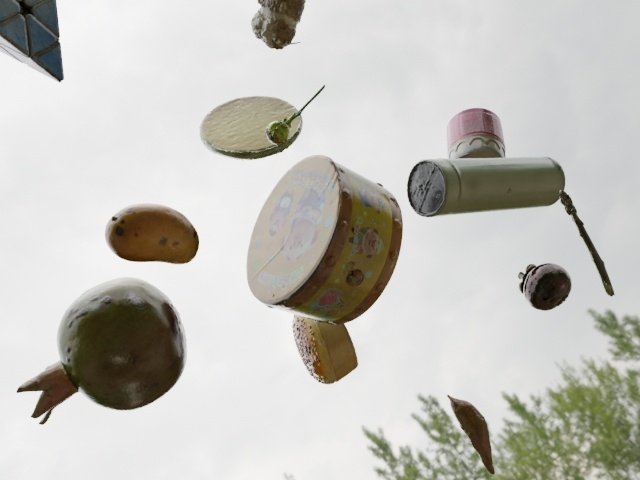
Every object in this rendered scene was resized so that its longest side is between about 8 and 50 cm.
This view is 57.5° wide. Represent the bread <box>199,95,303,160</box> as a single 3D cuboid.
[{"bbox_3d":[-0.173,-0.280,1.454,0.267,0.267,0.040,-22,-44,-17],"label":"bread"}]

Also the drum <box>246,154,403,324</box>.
[{"bbox_3d":[0.000,0.000,1.537,0.214,0.431,0.431,23,-70,-31],"label":"drum"}]

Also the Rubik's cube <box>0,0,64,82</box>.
[{"bbox_3d":[-0.482,-0.333,0.887,0.211,0.178,0.190,-36,-83,10],"label":"Rubik's cube"}]

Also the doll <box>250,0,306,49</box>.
[{"bbox_3d":[-0.086,-0.525,1.252,0.115,0.105,0.221,-14,-60,-43],"label":"doll"}]

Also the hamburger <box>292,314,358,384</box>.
[{"bbox_3d":[0.008,0.349,1.985,0.176,0.300,0.300,-22,-46,-8],"label":"hamburger"}]

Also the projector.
[{"bbox_3d":[0.323,-0.108,1.117,0.338,0.108,0.108,-6,-53,-32],"label":"projector"}]

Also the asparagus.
[{"bbox_3d":[0.325,0.006,0.706,0.016,0.013,0.166,-30,-70,10],"label":"asparagus"}]

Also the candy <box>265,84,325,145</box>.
[{"bbox_3d":[-0.036,-0.196,0.906,0.123,0.035,0.035,-43,-50,2],"label":"candy"}]

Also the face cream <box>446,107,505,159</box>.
[{"bbox_3d":[0.483,-0.287,1.816,0.175,0.194,0.175,3,-37,3],"label":"face cream"}]

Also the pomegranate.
[{"bbox_3d":[-0.437,0.217,1.196,0.324,0.290,0.290,-15,-47,-2],"label":"pomegranate"}]

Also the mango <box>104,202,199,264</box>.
[{"bbox_3d":[-0.305,-0.011,1.077,0.178,0.090,0.115,8,-65,-32],"label":"mango"}]

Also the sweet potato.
[{"bbox_3d":[0.383,0.468,1.415,0.068,0.068,0.226,-29,-89,-10],"label":"sweet potato"}]

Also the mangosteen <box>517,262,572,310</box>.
[{"bbox_3d":[0.364,0.072,0.945,0.081,0.081,0.080,-18,-47,-21],"label":"mangosteen"}]
